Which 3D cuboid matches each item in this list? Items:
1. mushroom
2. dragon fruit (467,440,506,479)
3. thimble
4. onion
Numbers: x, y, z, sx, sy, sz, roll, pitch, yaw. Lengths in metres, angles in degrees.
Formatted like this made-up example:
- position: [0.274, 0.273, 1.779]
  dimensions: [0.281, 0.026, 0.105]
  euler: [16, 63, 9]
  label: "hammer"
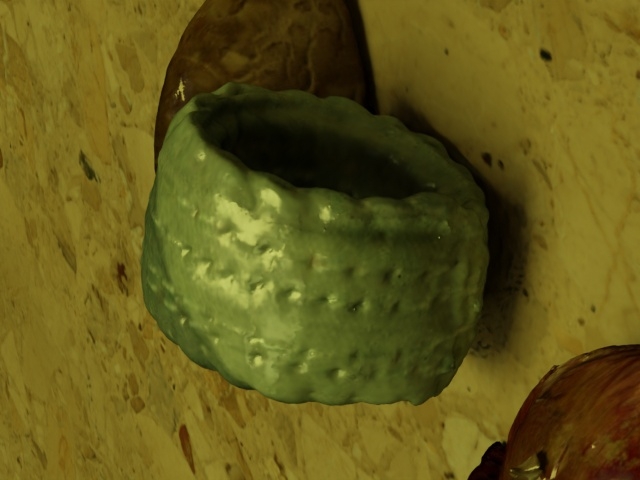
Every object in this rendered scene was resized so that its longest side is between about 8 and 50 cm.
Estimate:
- position: [-0.058, -0.084, 1.389]
  dimensions: [0.156, 0.151, 0.285]
  euler: [29, 125, 53]
  label: "mushroom"
- position: [0.107, 0.241, 1.260]
  dimensions: [0.122, 0.092, 0.192]
  euler: [49, 141, 43]
  label: "dragon fruit"
- position: [0.000, 0.000, 1.242]
  dimensions: [0.250, 0.205, 0.172]
  euler: [25, 120, 18]
  label: "thimble"
- position: [0.174, 0.175, 1.041]
  dimensions: [0.230, 0.163, 0.230]
  euler: [23, 120, 48]
  label: "onion"
